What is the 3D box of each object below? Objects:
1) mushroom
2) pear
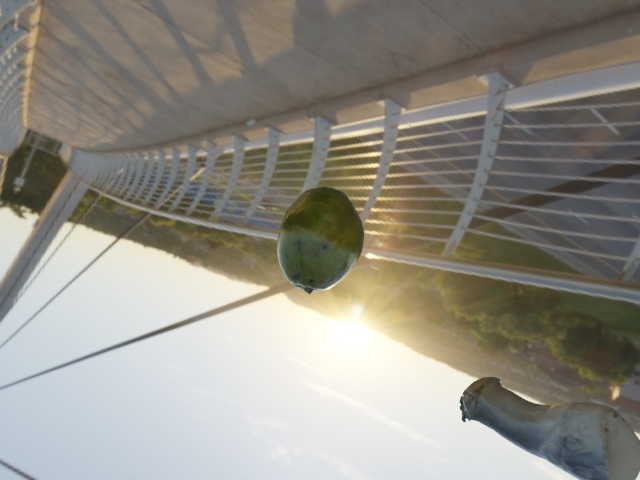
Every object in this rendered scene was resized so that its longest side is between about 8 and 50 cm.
[{"bbox_3d":[0.271,0.229,0.613,0.092,0.081,0.223,45,161,-21],"label":"mushroom"},{"bbox_3d":[0.000,0.000,0.593,0.107,0.131,0.107,6,176,0],"label":"pear"}]
